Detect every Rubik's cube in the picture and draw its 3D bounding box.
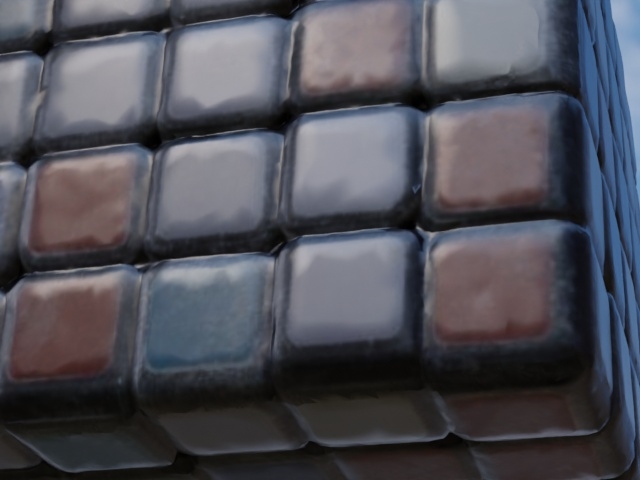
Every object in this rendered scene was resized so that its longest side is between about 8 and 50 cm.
[{"bbox_3d":[0.000,0.000,0.732,0.292,0.293,0.287,-5,-30,16],"label":"Rubik's cube"}]
